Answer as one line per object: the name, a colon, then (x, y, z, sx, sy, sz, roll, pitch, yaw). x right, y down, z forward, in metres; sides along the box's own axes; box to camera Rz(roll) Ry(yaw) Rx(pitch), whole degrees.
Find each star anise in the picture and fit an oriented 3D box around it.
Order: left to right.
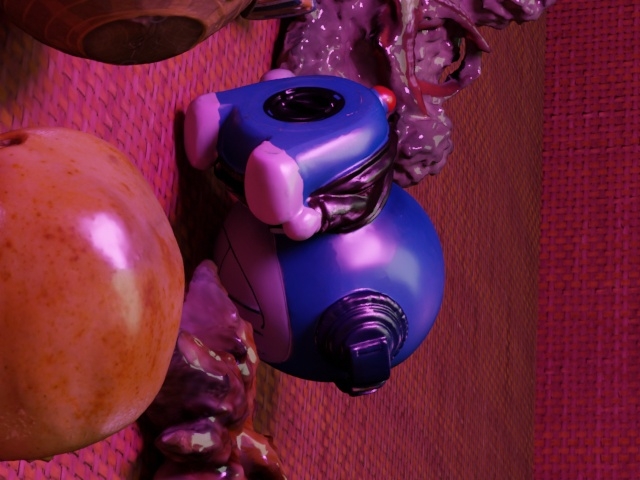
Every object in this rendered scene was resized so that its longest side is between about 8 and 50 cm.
star anise: (-0.091, 0.192, 1.844, 0.292, 0.109, 0.349, -5, 93, -69)

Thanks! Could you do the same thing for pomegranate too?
pomegranate: (-0.200, 0.034, 1.318, 0.233, 0.233, 0.233, -3, 90, -74)

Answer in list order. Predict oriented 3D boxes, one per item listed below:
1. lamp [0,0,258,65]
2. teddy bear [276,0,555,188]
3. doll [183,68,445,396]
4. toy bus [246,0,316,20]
lamp: (-0.150, -0.273, 1.492, 0.250, 0.250, 0.284, 45, 32, -66)
teddy bear: (0.062, -0.297, 2.238, 0.357, 0.224, 0.367, -53, 131, -17)
doll: (0.000, 0.000, 1.952, 0.284, 0.240, 0.310, -120, -159, -57)
toy bus: (-0.061, -0.324, 2.058, 0.103, 0.091, 0.182, -8, 94, -72)
